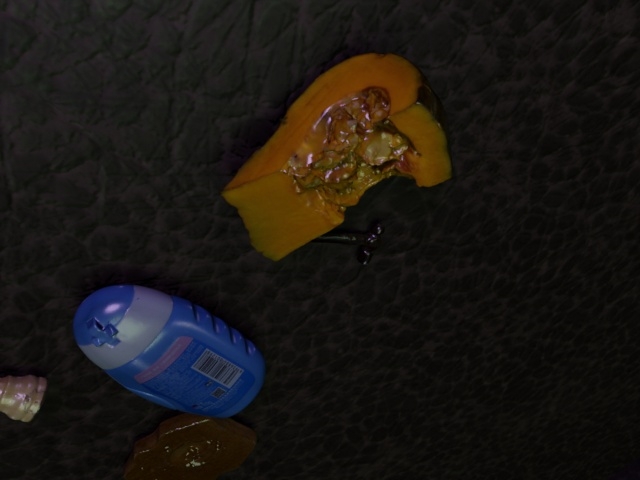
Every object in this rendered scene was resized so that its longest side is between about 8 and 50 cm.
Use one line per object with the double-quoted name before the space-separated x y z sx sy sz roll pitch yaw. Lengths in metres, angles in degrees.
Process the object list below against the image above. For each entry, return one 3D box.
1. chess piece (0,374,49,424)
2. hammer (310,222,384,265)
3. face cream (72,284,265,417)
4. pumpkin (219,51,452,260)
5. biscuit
"chess piece" -0.417 0.168 0.608 0.172 0.060 0.060 29 110 -34
"hammer" 0.000 0.000 0.678 0.178 0.021 0.065 3 125 -24
"face cream" -0.191 0.143 0.663 0.149 0.083 0.264 -39 130 7
"pumpkin" 0.014 -0.092 0.560 0.248 0.126 0.131 -22 142 19
"biscuit" -0.221 0.349 0.840 0.215 0.034 0.182 -36 130 9
